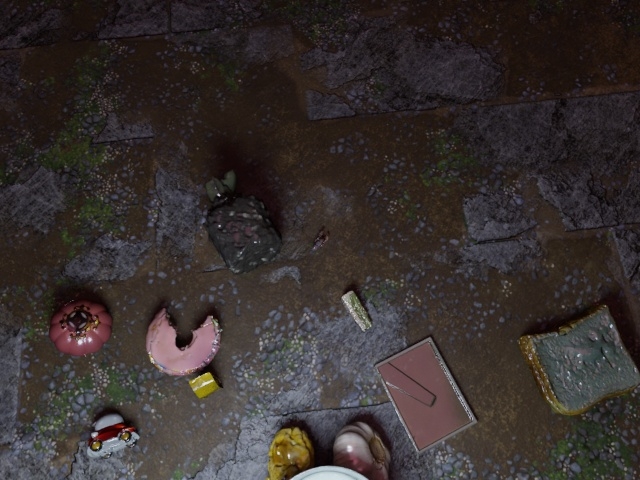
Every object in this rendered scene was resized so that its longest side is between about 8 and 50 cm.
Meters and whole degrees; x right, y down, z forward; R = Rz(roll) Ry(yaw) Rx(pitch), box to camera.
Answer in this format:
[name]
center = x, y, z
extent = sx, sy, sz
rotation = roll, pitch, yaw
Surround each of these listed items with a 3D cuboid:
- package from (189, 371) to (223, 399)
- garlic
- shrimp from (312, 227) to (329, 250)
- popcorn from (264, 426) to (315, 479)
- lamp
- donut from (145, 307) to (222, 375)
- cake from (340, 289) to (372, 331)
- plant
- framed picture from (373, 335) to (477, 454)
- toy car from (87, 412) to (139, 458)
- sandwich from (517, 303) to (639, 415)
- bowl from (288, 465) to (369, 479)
[package]
center = -0.341, 0.439, 1.463
extent = 0.071, 0.131, 0.047
rotation = -24, 68, -10
[garlic]
center = 0.081, 0.648, 1.400
extent = 0.226, 0.199, 0.199
rotation = -36, 73, 20
[shrimp]
center = 0.004, -0.001, 1.657
extent = 0.038, 0.029, 0.092
rotation = 23, 70, 8
[popcorn]
center = -0.081, 0.649, 1.394
extent = 0.140, 0.163, 0.194
rotation = 9, 39, -16
[lamp]
center = -0.745, 0.273, 1.518
extent = 0.182, 0.140, 0.182
rotation = 8, 63, -15
[donut]
center = -0.427, 0.323, 1.522
extent = 0.232, 0.085, 0.199
rotation = 10, 72, 3
[cake]
center = 0.116, 0.229, 1.586
extent = 0.051, 0.055, 0.140
rotation = -31, 92, -11
[plant]
center = -0.275, -0.064, 1.580
extent = 0.213, 0.215, 0.312
rotation = -33, 74, -13
[framed picture]
center = 0.321, 0.476, 1.509
extent = 0.211, 0.020, 0.290
rotation = -25, 74, -8
[toy car]
center = -0.618, 0.568, 1.441
extent = 0.139, 0.112, 0.112
rotation = -17, 57, -16
[sandwich]
center = 0.799, 0.373, 1.502
extent = 0.301, 0.099, 0.271
rotation = -20, 73, -8
[bowl]
center = 0.017, 0.716, 1.260
extent = 0.313, 0.146, 0.314
rotation = 0, 86, -1
